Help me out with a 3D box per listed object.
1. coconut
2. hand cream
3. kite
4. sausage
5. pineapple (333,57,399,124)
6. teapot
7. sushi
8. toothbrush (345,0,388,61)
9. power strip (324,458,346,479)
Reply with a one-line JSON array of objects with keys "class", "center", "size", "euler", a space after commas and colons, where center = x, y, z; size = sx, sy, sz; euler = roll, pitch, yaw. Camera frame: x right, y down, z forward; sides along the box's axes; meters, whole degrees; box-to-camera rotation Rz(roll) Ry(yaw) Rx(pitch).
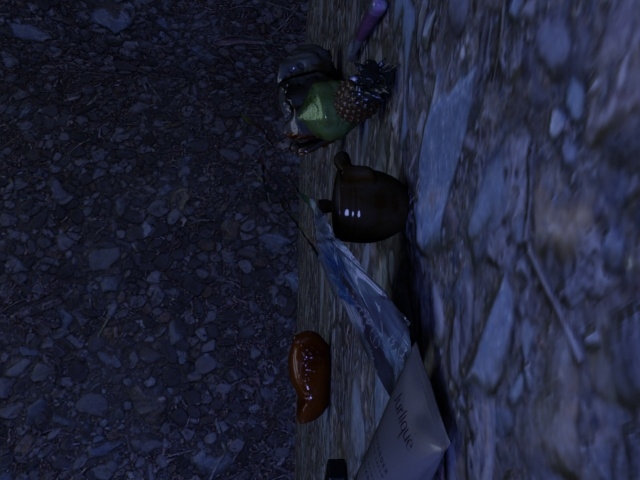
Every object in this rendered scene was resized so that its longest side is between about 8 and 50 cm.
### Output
[{"class": "coconut", "center": [0.014, -0.182, 0.861], "size": [0.088, 0.096, 0.088], "euler": [165, 90, -86]}, {"class": "hand cream", "center": [0.055, 0.171, 0.454], "size": [0.087, 0.054, 0.186], "euler": [-101, 20, -54]}, {"class": "kite", "center": [0.002, -0.001, 0.562], "size": [0.310, 0.015, 0.169], "euler": [57, 166, 24]}, {"class": "sausage", "center": [-0.018, 0.268, 1.205], "size": [0.089, 0.089, 0.180], "euler": [128, 140, -83]}, {"class": "pineapple", "center": [0.049, -0.160, 0.663], "size": [0.124, 0.058, 0.058], "euler": [-162, 74, -81]}, {"class": "teapot", "center": [0.037, -0.053, 0.564], "size": [0.110, 0.080, 0.085], "euler": [-92, 6, -46]}, {"class": "sushi", "center": [-0.020, -0.278, 1.176], "size": [0.332, 0.124, 0.130], "euler": [-97, -1, -57]}, {"class": "toothbrush", "center": [0.057, -0.277, 0.814], "size": [0.286, 0.020, 0.025], "euler": [-126, 44, -83]}, {"class": "power strip", "center": [0.019, 0.375, 0.926], "size": [0.038, 0.029, 0.111], "euler": [-94, 7, -52]}]
